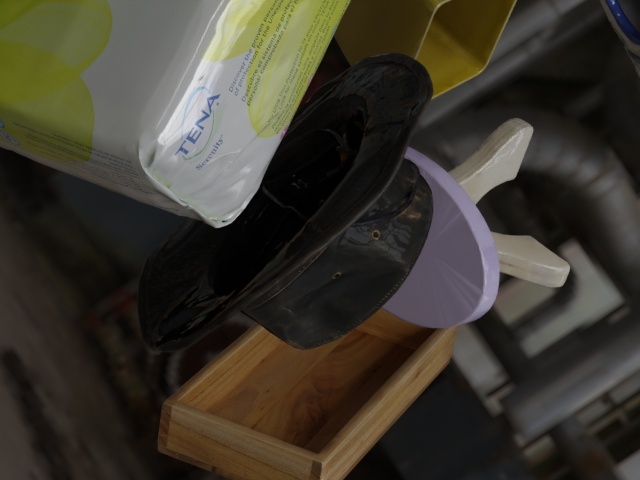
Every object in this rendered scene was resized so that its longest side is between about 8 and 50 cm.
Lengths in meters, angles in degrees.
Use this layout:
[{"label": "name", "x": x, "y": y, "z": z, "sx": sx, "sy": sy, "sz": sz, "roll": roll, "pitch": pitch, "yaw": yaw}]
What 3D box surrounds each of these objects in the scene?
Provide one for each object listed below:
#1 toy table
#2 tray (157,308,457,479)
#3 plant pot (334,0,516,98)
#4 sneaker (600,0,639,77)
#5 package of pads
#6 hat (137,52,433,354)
[{"label": "toy table", "x": 0.135, "y": -0.019, "z": 2.055, "sx": 0.161, "sy": 0.252, "sz": 0.274, "roll": -9, "pitch": 49, "yaw": -43}, {"label": "tray", "x": -0.006, "y": 0.171, "z": 2.221, "sx": 0.203, "sy": 0.076, "sz": 0.411, "roll": 19, "pitch": 28, "yaw": 19}, {"label": "plant pot", "x": 0.129, "y": -0.330, "z": 2.540, "sx": 0.187, "sy": 0.212, "sz": 0.212, "roll": 43, "pitch": -42, "yaw": 21}, {"label": "sneaker", "x": 0.315, "y": -0.292, "z": 1.853, "sx": 0.296, "sy": 0.112, "sz": 0.131, "roll": 67, "pitch": 13, "yaw": 22}, {"label": "package of pads", "x": -0.080, "y": -0.172, "z": 0.967, "sx": 0.229, "sy": 0.296, "sz": 0.101, "roll": 21, "pitch": -11, "yaw": 33}, {"label": "hat", "x": 0.000, "y": 0.000, "z": 1.570, "sx": 0.134, "sy": 0.331, "sz": 0.331, "roll": 45, "pitch": 5, "yaw": -22}]
